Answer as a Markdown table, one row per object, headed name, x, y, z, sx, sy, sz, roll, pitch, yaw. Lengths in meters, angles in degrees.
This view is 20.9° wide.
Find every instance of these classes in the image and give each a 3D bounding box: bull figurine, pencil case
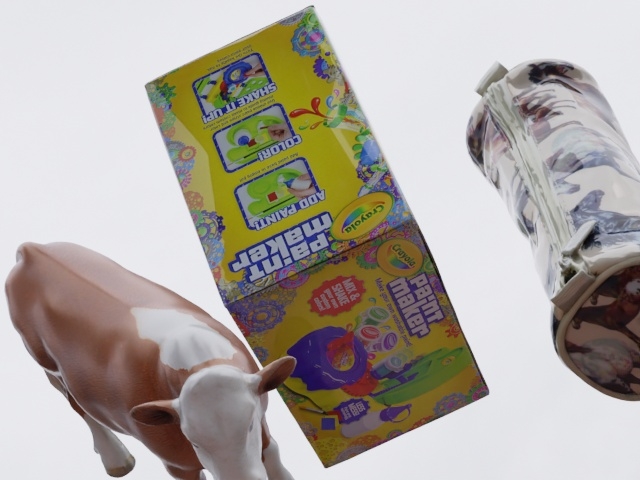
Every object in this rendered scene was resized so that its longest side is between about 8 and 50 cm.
| name | x | y | z | sx | sy | sz | roll | pitch | yaw |
| --- | --- | --- | --- | --- | --- | --- | --- | --- | --- |
| bull figurine | -0.103 | 0.101 | 1.156 | 0.101 | 0.310 | 0.188 | -34 | -49 | -20 |
| pencil case | 0.262 | -0.029 | 1.749 | 0.160 | 0.410 | 0.183 | -36 | -56 | 14 |

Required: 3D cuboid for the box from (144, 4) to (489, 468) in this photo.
| name | x | y | z | sx | sy | sz | roll | pitch | yaw |
| --- | --- | --- | --- | --- | --- | --- | --- | --- | --- |
| box | 0.000 | 0.000 | 1.587 | 0.177 | 0.279 | 0.290 | -25 | -40 | 2 |
